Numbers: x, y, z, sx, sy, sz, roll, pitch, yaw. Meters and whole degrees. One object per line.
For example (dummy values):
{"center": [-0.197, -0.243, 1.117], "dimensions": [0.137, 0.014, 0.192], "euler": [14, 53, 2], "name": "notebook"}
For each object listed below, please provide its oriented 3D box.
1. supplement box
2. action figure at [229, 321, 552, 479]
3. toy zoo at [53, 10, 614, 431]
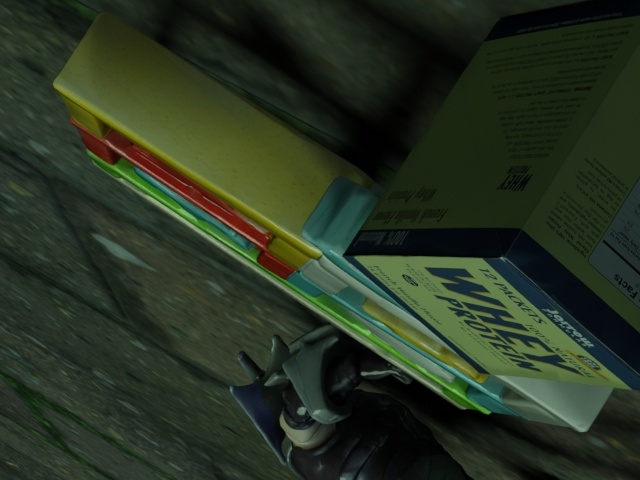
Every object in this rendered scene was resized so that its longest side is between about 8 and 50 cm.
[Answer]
{"center": [0.065, -0.012, 0.497], "dimensions": [0.056, 0.083, 0.083], "euler": [40, 163, -21], "name": "supplement box"}
{"center": [0.064, 0.121, 0.884], "dimensions": [0.185, 0.099, 0.285], "euler": [36, 176, -34], "name": "action figure"}
{"center": [0.000, 0.000, 0.665], "dimensions": [0.192, 0.030, 0.293], "euler": [33, 175, -1], "name": "toy zoo"}
